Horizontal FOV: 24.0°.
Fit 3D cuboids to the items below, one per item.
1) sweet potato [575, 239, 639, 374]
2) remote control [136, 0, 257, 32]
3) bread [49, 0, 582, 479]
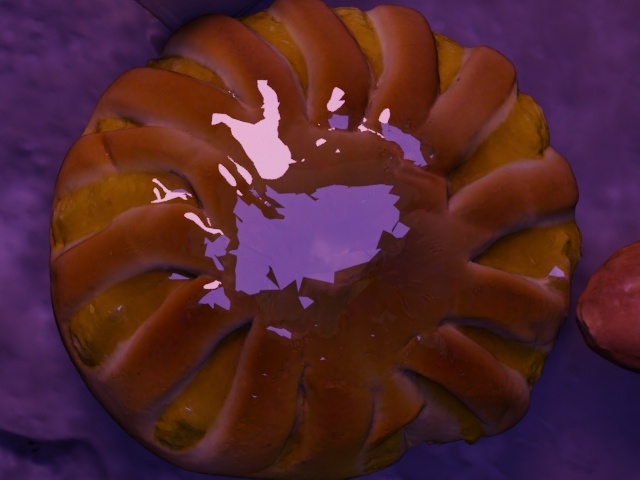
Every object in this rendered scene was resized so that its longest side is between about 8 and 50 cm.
[{"bbox_3d":[0.277,0.022,0.624,0.354,0.106,0.095,5,137,-4],"label":"sweet potato"},{"bbox_3d":[0.020,-0.219,0.574,0.055,0.109,0.313,35,92,11],"label":"remote control"},{"bbox_3d":[0.000,0.000,0.589,0.213,0.105,0.213,0,90,-5],"label":"bread"}]
